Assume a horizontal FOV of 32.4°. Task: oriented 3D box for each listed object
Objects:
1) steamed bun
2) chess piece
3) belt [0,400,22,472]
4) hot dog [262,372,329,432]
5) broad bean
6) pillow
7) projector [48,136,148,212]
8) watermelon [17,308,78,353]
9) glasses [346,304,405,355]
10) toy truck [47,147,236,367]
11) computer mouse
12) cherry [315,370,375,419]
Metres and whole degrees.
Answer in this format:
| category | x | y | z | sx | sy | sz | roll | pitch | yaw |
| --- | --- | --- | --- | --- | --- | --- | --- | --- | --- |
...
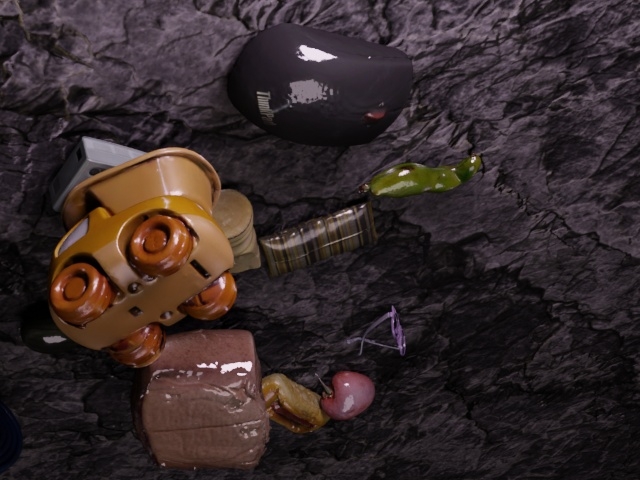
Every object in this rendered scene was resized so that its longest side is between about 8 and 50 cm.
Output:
| category | x | y | z | sx | sy | sz | roll | pitch | yaw |
| --- | --- | --- | --- | --- | --- | --- | --- | --- | --- |
| steamed bun | -0.212 | 0.270 | 2.003 | 0.251 | 0.199 | 0.301 | 1 | 132 | -2 |
| chess piece | -0.143 | 0.002 | 1.798 | 0.090 | 0.090 | 0.200 | -18 | 154 | -5 |
| belt | -0.660 | 0.324 | 1.819 | 0.117 | 0.212 | 0.347 | -36 | 145 | 20 |
| hot dog | -0.052 | 0.347 | 2.267 | 0.084 | 0.073 | 0.242 | -30 | 142 | 18 |
| broad bean | 0.166 | -0.103 | 1.838 | 0.213 | 0.048 | 0.070 | -14 | 143 | -11 |
| pillow | 0.000 | 0.000 | 1.890 | 0.203 | 0.038 | 0.113 | -20 | 143 | -4 |
| projector | -0.306 | -0.084 | 1.613 | 0.147 | 0.061 | 0.115 | 14 | 129 | -38 |
| watermelon | -0.444 | 0.150 | 1.824 | 0.110 | 0.078 | 0.078 | -4 | 139 | -22 |
| glasses | 0.109 | 0.187 | 2.188 | 0.103 | 0.063 | 0.140 | -6 | 146 | 15 |
| toy truck | -0.250 | 0.025 | 1.556 | 0.288 | 0.212 | 0.204 | -31 | 143 | 6 |
| computer mouse | 0.006 | -0.210 | 1.584 | 0.269 | 0.100 | 0.170 | 4 | 138 | -31 |
| cherry | 0.058 | 0.316 | 2.269 | 0.126 | 0.087 | 0.106 | -12 | 134 | -20 |
